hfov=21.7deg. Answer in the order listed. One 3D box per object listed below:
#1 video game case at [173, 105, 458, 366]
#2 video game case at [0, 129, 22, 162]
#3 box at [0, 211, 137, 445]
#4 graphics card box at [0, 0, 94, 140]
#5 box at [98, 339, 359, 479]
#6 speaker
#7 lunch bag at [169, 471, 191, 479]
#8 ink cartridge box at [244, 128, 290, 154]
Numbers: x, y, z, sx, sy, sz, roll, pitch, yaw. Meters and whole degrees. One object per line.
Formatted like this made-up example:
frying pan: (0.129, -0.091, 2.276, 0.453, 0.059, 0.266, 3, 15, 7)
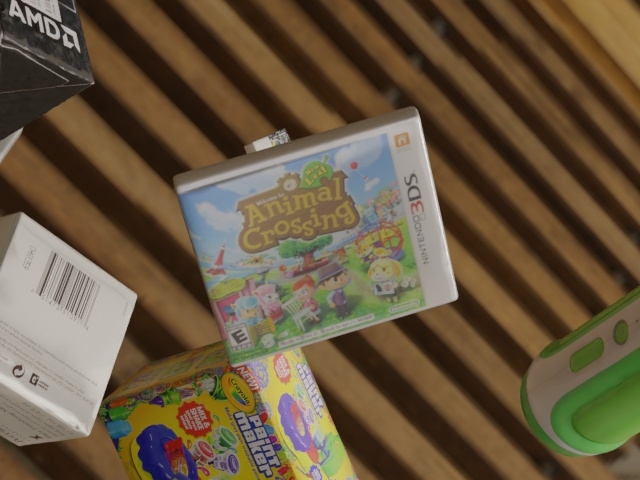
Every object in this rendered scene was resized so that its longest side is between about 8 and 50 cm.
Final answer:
video game case: (0.000, 0.000, 1.427, 0.212, 0.193, 0.023, -16, -148, -3)
video game case: (-0.401, -0.119, 1.685, 0.022, 0.173, 0.190, -62, -173, 20)
box: (-0.317, 0.096, 1.765, 0.119, 0.181, 0.182, -13, -130, 41)
graphics card box: (-0.292, -0.213, 1.085, 0.232, 0.094, 0.371, -27, -116, 23)
box: (-0.136, 0.313, 2.541, 0.279, 0.290, 0.177, -19, -170, 26)
speaker: (0.315, 0.107, 1.587, 0.296, 0.131, 0.131, -44, -171, 52)
lunch bag: (-0.120, 0.328, 1.687, 0.096, 0.151, 0.129, -13, -150, -27)
ink cartridge box: (-0.058, -0.097, 2.404, 0.062, 0.115, 0.029, -26, -177, -33)
